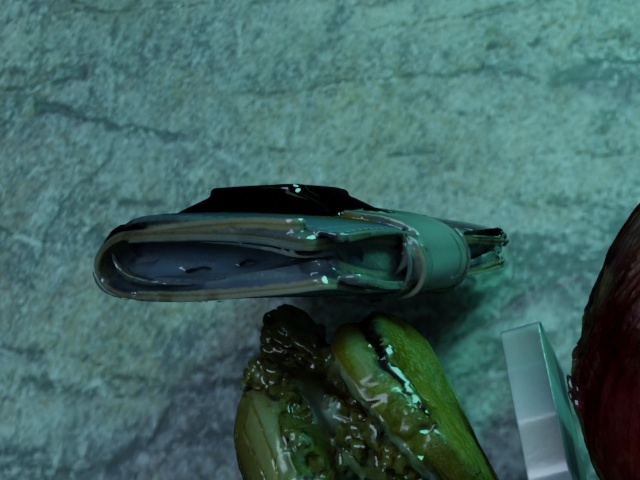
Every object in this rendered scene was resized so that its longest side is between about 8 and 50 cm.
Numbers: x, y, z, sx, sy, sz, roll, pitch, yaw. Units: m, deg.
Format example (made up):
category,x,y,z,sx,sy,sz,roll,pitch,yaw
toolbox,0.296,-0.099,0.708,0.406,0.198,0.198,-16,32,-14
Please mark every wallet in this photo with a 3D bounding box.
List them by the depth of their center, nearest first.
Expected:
category,x,y,z,sx,sy,sz,roll,pitch,yaw
wallet,0.000,0.000,0.893,0.170,0.231,0.069,3,96,31

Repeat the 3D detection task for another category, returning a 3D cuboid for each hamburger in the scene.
category,x,y,z,sx,sy,sz,roll,pitch,yaw
hamburger,0.013,0.114,0.847,0.131,0.159,0.185,-30,70,7

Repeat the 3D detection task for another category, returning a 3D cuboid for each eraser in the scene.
category,x,y,z,sx,sy,sz,roll,pitch,yaw
eraser,0.127,0.103,0.859,0.026,0.065,0.105,-18,51,15

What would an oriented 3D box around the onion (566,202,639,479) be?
category,x,y,z,sx,sy,sz,roll,pitch,yaw
onion,0.249,0.046,0.712,0.276,0.276,0.276,-12,54,17
